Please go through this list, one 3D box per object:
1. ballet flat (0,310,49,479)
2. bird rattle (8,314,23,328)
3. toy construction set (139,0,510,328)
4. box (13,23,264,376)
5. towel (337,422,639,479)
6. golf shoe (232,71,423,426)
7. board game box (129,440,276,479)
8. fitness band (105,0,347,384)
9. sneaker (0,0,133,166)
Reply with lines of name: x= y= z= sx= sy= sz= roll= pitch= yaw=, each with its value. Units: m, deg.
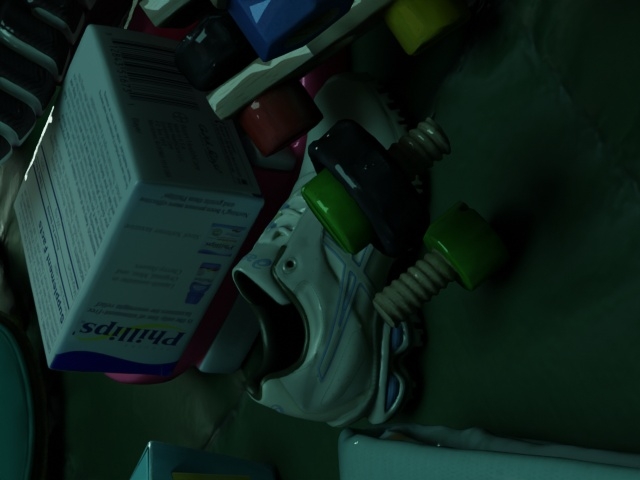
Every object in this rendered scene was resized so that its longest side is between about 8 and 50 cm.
ballet flat: x=-0.256 y=0.228 z=1.020 sx=0.123 sy=0.123 sz=0.348 roll=-23 pitch=66 yaw=54
bird rattle: x=-0.356 y=0.092 z=1.110 sx=0.253 sy=0.207 sz=0.143 roll=-62 pitch=21 yaw=18
toy construction set: x=0.014 y=-0.179 z=0.575 sx=0.237 sy=0.257 sz=0.309 roll=-38 pitch=62 yaw=-6
box: x=-0.101 y=-0.019 z=0.730 sx=0.137 sy=0.072 sz=0.126 roll=-59 pitch=38 yaw=35
towel: x=0.119 y=0.232 z=0.449 sx=0.374 sy=0.090 sz=0.320 roll=-1 pitch=85 yaw=57
golf shoe: x=0.000 y=0.000 z=0.659 sx=0.069 sy=0.086 sz=0.176 roll=-22 pitch=67 yaw=56
board game box: x=-0.111 y=0.316 z=0.750 sx=0.336 sy=0.079 sz=0.253 roll=-59 pitch=26 yaw=35
fitness band: x=-0.078 y=-0.046 z=0.814 sx=0.290 sy=0.054 sz=0.209 roll=-62 pitch=40 yaw=30
sneaker: x=-0.183 y=-0.098 z=0.808 sx=0.281 sy=0.106 sz=0.162 roll=-52 pitch=-5 yaw=-16
